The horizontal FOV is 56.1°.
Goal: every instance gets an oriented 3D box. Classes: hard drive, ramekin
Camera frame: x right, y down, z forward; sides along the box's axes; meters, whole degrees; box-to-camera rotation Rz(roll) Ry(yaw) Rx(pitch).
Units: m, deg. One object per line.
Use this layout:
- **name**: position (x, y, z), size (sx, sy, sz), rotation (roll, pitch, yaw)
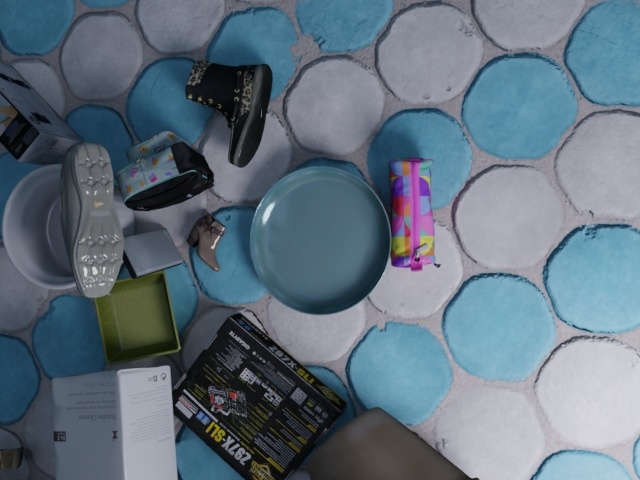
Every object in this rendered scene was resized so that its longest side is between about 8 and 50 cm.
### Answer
- **hard drive**: position (-0.380, 0.026, 1.339), size (0.022, 0.135, 0.094), rotation (-34, 82, 35)
- **ramekin**: position (-0.565, -0.029, 1.377), size (0.278, 0.135, 0.277), rotation (0, 88, 13)

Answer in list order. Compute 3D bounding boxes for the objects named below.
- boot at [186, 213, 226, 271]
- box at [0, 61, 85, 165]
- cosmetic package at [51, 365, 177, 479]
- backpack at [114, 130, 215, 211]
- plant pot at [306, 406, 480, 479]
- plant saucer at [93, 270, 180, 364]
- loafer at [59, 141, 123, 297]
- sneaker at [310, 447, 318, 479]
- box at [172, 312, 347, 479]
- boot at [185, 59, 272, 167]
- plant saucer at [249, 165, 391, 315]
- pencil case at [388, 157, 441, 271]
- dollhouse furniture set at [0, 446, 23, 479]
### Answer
- **boot**: position (-0.244, 0.001, 1.356), size (0.118, 0.042, 0.087), rotation (45, 96, 9)
- **box**: position (-0.712, -0.303, 1.399), size (0.290, 0.169, 0.087), rotation (45, 100, 8)
- **cosmetic package**: position (-0.431, 0.468, 1.268), size (0.217, 0.156, 0.384), rotation (-12, 78, 28)
- **backpack**: position (-0.352, -0.145, 1.317), size (0.189, 0.166, 0.144), rotation (-30, 82, 7)
- **plant pot**: position (0.126, 0.492, 1.155), size (0.323, 0.323, 0.280), rotation (-45, 65, 8)
- **plant saucer**: position (-0.417, 0.177, 1.386), size (0.188, 0.045, 0.188), rotation (-13, 86, 11)
- **loafer**: position (-0.480, -0.042, 1.246), size (0.112, 0.112, 0.319), rotation (-2, 89, 47)
- **sneaker**: position (-0.001, 0.502, 1.292), size (0.040, 0.044, 0.109), rotation (3, 88, 14)
- **box**: position (-0.144, 0.356, 1.309), size (0.322, 0.079, 0.257), rotation (38, 99, 10)
- **boot**: position (-0.215, -0.287, 1.334), size (0.179, 0.085, 0.236), rotation (12, 85, 14)
- **plant saucer**: position (0.000, 0.000, 1.287), size (0.318, 0.044, 0.317), rotation (0, 91, 20)
- **pencil case**: position (0.189, -0.054, 1.235), size (0.105, 0.104, 0.236), rotation (-4, 87, 12)
- **dollhouse furniture set**: position (-0.823, 0.599, 1.406), size (0.212, 0.161, 0.241), rotation (5, 77, -19)
